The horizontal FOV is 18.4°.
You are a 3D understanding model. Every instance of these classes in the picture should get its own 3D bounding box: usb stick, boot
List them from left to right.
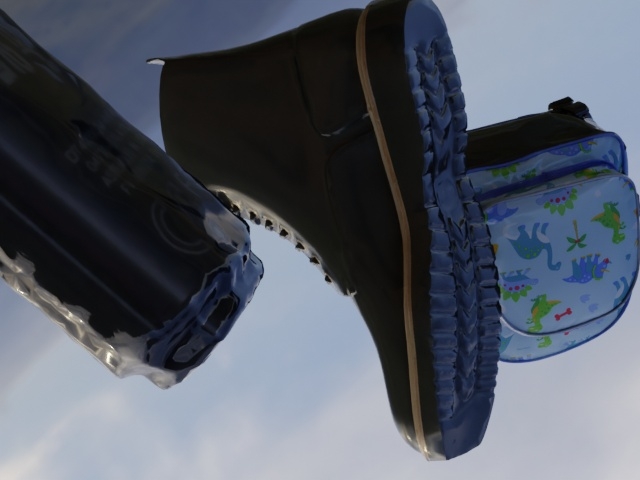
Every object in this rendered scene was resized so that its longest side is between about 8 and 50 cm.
[{"bbox_3d":[-0.130,-0.067,0.512,0.045,0.278,0.077,-48,-175,20],"label":"usb stick"},{"bbox_3d":[0.000,0.000,0.873,0.137,0.198,0.077,-7,179,27],"label":"boot"}]

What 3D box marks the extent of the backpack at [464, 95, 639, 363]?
[{"bbox_3d":[0.107,0.003,0.979,0.105,0.114,0.084,-16,-150,-9],"label":"backpack"}]
